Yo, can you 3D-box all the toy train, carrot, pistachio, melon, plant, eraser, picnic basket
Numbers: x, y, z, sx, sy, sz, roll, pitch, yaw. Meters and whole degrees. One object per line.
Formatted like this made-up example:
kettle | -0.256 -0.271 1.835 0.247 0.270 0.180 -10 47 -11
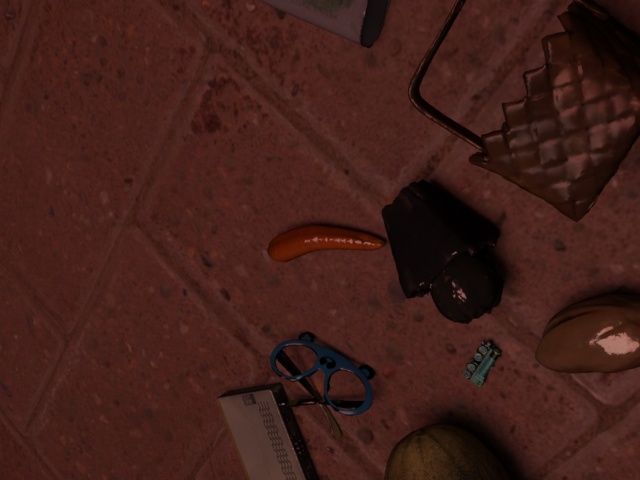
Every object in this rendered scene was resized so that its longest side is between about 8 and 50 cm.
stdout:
toy train | 0.293 0.222 1.453 0.045 0.029 0.092 33 122 12
carrot | 0.000 0.000 1.564 0.271 0.062 0.066 -11 67 34
pistachio | 0.443 0.154 1.266 0.226 0.136 0.135 -22 93 44
melon | 0.241 0.495 1.450 0.249 0.249 0.329 -28 82 39
plant | 0.211 0.021 1.369 0.164 0.142 0.256 -42 69 37
eraser | 0.010 -0.451 1.376 0.227 0.081 0.174 29 122 23
picnic basket | 0.304 -0.217 1.117 0.321 0.291 0.254 36 124 9

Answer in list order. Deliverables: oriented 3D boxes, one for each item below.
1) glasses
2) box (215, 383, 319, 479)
glasses | -0.005 0.325 1.652 0.239 0.102 0.206 24 119 26
box | -0.115 0.460 1.816 0.211 0.045 0.270 -19 95 38
